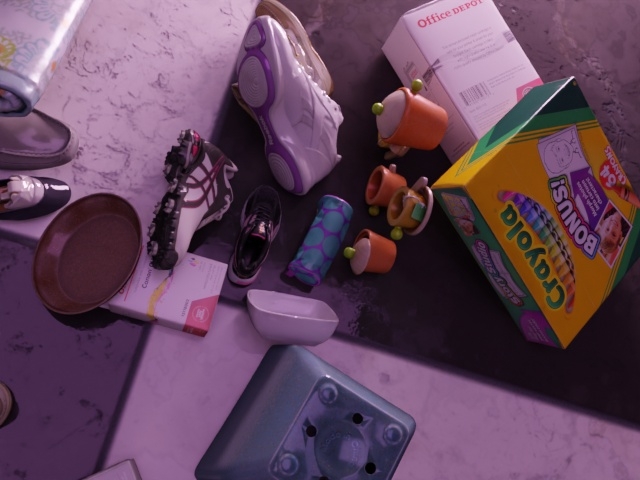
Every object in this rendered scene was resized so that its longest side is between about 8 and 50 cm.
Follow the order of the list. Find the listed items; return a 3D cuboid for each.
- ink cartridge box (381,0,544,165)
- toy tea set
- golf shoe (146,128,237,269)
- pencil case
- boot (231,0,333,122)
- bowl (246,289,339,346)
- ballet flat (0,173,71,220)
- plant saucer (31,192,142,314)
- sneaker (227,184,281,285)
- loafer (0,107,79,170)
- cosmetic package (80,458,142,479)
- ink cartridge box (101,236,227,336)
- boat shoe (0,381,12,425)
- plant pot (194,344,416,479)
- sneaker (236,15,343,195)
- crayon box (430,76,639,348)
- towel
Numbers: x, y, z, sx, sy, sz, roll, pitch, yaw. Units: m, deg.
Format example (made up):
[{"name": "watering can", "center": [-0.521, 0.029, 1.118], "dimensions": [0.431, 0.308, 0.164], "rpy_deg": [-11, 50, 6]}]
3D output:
[{"name": "ink cartridge box", "center": [0.284, -0.321, 1.293], "dimensions": [0.207, 0.117, 0.282], "rpy_deg": [-28, 84, -21]}, {"name": "toy tea set", "center": [0.105, -0.107, 1.143], "dimensions": [0.124, 0.200, 0.335], "rpy_deg": [16, 76, -20]}, {"name": "golf shoe", "center": [-0.196, -0.061, 1.064], "dimensions": [0.120, 0.105, 0.272], "rpy_deg": [26, 47, -25]}, {"name": "pencil case", "center": [0.000, 0.000, 1.151], "dimensions": [0.070, 0.064, 0.151], "rpy_deg": [10, 63, 35]}, {"name": "boot", "center": [-0.096, -0.321, 1.211], "dimensions": [0.165, 0.077, 0.213], "rpy_deg": [-34, 92, -20]}, {"name": "bowl", "center": [-0.051, 0.126, 1.070], "dimensions": [0.142, 0.142, 0.053], "rpy_deg": [12, 97, -13]}, {"name": "ballet flat", "center": [-0.493, -0.066, 1.032], "dimensions": [0.203, 0.074, 0.074], "rpy_deg": [-9, 77, -18]}, {"name": "plant saucer", "center": [-0.350, 0.022, 1.023], "dimensions": [0.199, 0.036, 0.198], "rpy_deg": [-8, 65, 18]}, {"name": "sneaker", "center": [-0.102, -0.014, 1.120], "dimensions": [0.072, 0.077, 0.178], "rpy_deg": [15, 70, -12]}, {"name": "loafer", "center": [-0.541, -0.186, 1.030], "dimensions": [0.320, 0.111, 0.111], "rpy_deg": [10, 72, -12]}, {"name": "cosmetic package", "center": [-0.353, 0.408, 0.917], "dimensions": [0.238, 0.107, 0.127], "rpy_deg": [-20, 81, -17]}, {"name": "ink cartridge box", "center": [-0.260, 0.069, 1.057], "dimensions": [0.198, 0.067, 0.115], "rpy_deg": [17, 70, -10]}, {"name": "boat shoe", "center": [-0.582, 0.185, 0.918], "dimensions": [0.303, 0.098, 0.109], "rpy_deg": [23, 70, -8]}, {"name": "plant pot", "center": [-0.005, 0.297, 0.963], "dimensions": [0.247, 0.252, 0.247], "rpy_deg": [33, 68, -4]}, {"name": "sneaker", "center": [-0.046, -0.237, 1.141], "dimensions": [0.152, 0.114, 0.304], "rpy_deg": [-34, 125, -30]}, {"name": "crayon box", "center": [0.409, -0.048, 1.192], "dimensions": [0.313, 0.106, 0.362], "rpy_deg": [-44, 110, -21]}, {"name": "towel", "center": [-0.562, -0.355, 1.002], "dimensions": [0.375, 0.090, 0.320], "rpy_deg": [14, 59, -7]}]
